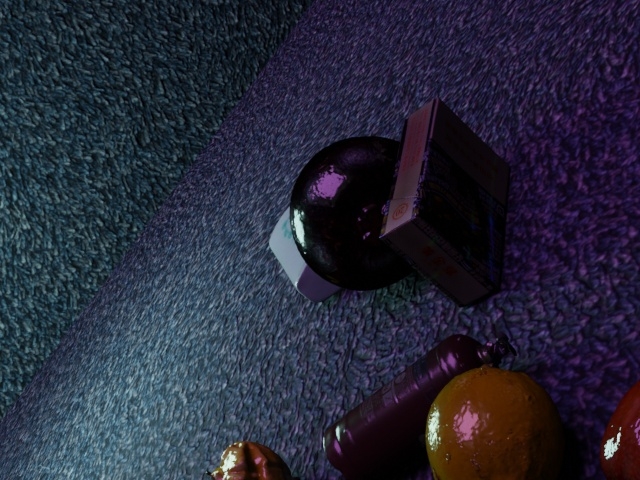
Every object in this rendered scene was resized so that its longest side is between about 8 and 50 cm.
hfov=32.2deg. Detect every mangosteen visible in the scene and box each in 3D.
[{"bbox_3d":[0.078,-0.052,1.967,0.288,0.288,0.288,-41,25,24],"label":"mangosteen"}]

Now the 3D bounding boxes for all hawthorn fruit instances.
[{"bbox_3d":[0.386,0.208,1.142,0.188,0.169,0.169,-49,22,-4],"label":"hawthorn fruit"}]

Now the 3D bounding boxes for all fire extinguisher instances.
[{"bbox_3d":[0.154,0.232,1.582,0.337,0.114,0.135,-41,4,24],"label":"fire extinguisher"}]

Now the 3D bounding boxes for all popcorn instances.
[{"bbox_3d":[-0.112,0.402,1.806,0.152,0.149,0.167,-23,11,3],"label":"popcorn"}]

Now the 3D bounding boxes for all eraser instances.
[{"bbox_3d":[0.000,0.000,2.252,0.189,0.104,0.290,-53,22,6],"label":"eraser"}]

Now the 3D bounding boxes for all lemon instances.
[{"bbox_3d":[0.217,0.250,1.374,0.173,0.173,0.206,-41,28,23],"label":"lemon"}]

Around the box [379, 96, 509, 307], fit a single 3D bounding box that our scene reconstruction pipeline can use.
[{"bbox_3d":[0.212,-0.067,1.821,0.084,0.198,0.310,-32,29,36],"label":"box"}]
